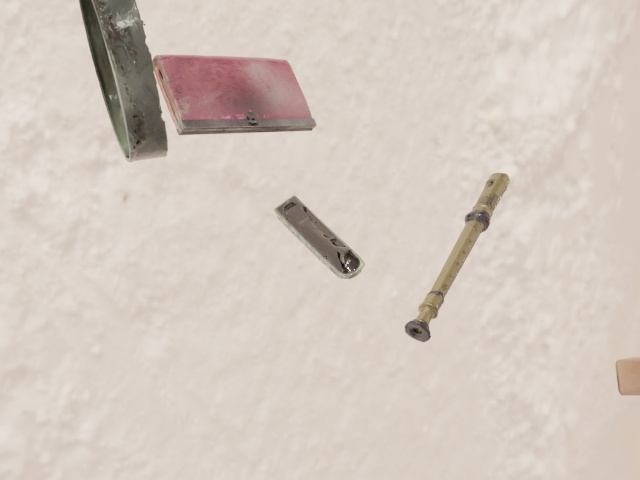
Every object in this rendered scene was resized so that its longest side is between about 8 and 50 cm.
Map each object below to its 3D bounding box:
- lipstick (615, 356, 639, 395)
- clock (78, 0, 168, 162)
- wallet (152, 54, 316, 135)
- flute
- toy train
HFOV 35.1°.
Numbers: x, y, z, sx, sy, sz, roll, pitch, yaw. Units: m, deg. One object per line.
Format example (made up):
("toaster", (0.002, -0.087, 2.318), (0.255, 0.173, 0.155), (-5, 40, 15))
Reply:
("lipstick", (0.408, 0.151, 1.136), (0.045, 0.145, 0.045), (-3, 84, -42))
("clock", (-0.221, -0.197, 1.122), (0.049, 0.226, 0.226), (-15, 129, -14))
("wallet", (-0.115, -0.202, 1.388), (0.232, 0.119, 0.025), (-8, 157, -43))
("flute", (0.134, 0.008, 0.952), (0.233, 0.027, 0.027), (-55, 150, -41))
("toy train", (0.000, 0.000, 1.550), (0.043, 0.207, 0.047), (-34, 136, -13))
